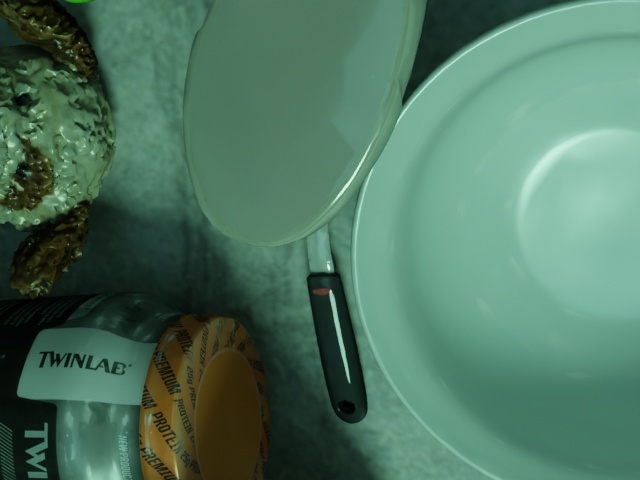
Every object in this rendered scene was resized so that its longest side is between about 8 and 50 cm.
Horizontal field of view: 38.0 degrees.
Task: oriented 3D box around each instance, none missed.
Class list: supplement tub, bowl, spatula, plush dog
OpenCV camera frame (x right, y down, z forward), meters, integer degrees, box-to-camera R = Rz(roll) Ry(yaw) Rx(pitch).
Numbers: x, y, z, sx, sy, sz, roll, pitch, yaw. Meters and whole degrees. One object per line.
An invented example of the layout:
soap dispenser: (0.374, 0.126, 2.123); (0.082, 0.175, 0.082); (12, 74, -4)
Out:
supplement tub: (-0.211, 0.139, 0.704); (0.316, 0.193, 0.193); (-6, 102, 21)
bowl: (0.177, 0.001, 0.564); (0.298, 0.134, 0.297); (5, 107, 18)
spatula: (0.000, 0.000, 0.682); (0.084, 0.030, 0.296); (-3, 103, 21)
plush dog: (-0.267, -0.072, 0.694); (0.225, 0.210, 0.262); (1, 98, -1)

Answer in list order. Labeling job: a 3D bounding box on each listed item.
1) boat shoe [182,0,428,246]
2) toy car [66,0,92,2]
boat shoe: (0.025, -0.165, 0.551); (0.127, 0.158, 0.340); (21, 104, 15)
toy car: (-0.186, -0.282, 0.660); (0.239, 0.053, 0.225); (-10, 101, 22)
